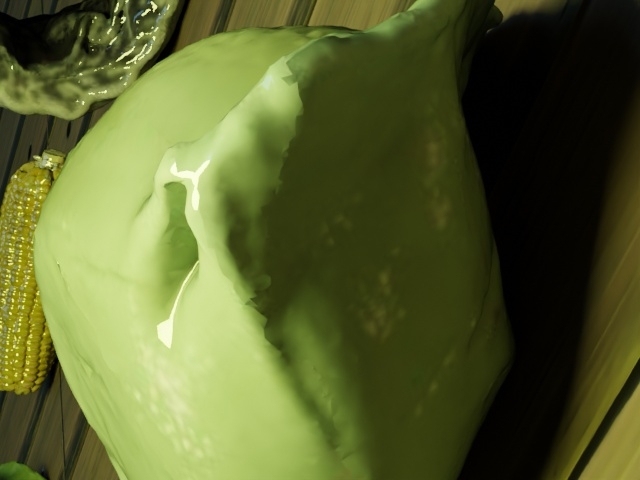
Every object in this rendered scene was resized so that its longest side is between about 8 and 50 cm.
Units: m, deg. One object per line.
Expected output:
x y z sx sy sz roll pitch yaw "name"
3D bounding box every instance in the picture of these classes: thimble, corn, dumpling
-0.212 -0.228 1.553 0.245 0.217 0.157 -57 29 18 "thimble"
-0.273 0.031 1.821 0.080 0.080 0.238 -151 71 -71 "corn"
-0.022 0.009 0.837 0.320 0.211 0.270 -15 64 59 "dumpling"

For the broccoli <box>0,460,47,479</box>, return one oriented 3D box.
-0.317 0.271 1.737 0.194 0.219 0.194 -61 -10 -19 "broccoli"
